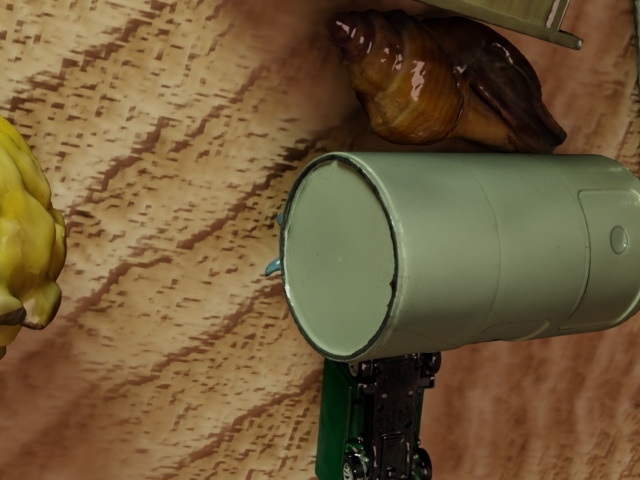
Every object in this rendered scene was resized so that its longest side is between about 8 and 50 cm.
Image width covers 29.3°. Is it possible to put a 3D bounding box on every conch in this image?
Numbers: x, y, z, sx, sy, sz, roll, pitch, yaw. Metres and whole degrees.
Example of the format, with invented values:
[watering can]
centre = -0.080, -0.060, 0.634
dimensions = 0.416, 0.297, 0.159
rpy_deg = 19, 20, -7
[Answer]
[conch]
centre = 0.082, -0.102, 0.790
dimensions = 0.232, 0.080, 0.086
rpy_deg = -3, 134, -46

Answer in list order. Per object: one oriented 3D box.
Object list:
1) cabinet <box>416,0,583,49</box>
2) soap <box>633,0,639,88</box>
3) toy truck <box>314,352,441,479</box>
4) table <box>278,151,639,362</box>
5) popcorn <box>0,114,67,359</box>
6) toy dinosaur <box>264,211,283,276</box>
[cabinet]
centre = 0.059, -0.226, 0.681
dimensions = 0.215, 0.148, 0.175
rpy_deg = 11, 107, -27
[soap]
centre = 0.313, -0.088, 0.875
dimensions = 0.150, 0.094, 0.262
rpy_deg = -20, 118, -14
[toy truck]
centre = 0.041, 0.116, 0.858
dimensions = 0.065, 0.079, 0.147
rpy_deg = -4, 114, -20
[table]
centre = 0.096, 0.005, 0.783
dimensions = 0.220, 0.126, 0.126
rpy_deg = -4, 113, -35
[popcorn]
centre = -0.249, 0.017, 0.622
dimensions = 0.250, 0.250, 0.190
rpy_deg = -22, 93, -13
[toy dinosaur]
centre = 0.000, 0.000, 0.818
dimensions = 0.083, 0.030, 0.047
rpy_deg = -20, 116, -19
